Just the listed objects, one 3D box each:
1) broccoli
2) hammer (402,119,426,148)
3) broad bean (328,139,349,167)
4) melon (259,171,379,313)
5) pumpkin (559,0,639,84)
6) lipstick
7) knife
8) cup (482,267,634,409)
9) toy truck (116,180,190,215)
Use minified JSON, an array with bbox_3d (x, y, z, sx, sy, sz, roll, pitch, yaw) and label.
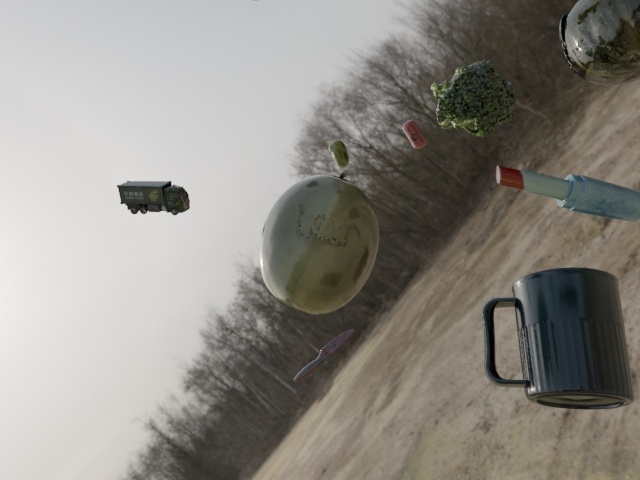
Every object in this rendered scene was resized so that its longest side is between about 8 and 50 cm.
[{"bbox_3d":[0.483,-0.451,1.545,0.246,0.288,0.247,4,72,59],"label":"broccoli"},{"bbox_3d":[0.260,-0.294,1.325,0.043,0.083,0.043,-33,12,8],"label":"hammer"},{"bbox_3d":[0.058,-0.258,1.419,0.045,0.083,0.063,-19,17,32],"label":"broad bean"},{"bbox_3d":[0.000,0.000,1.088,0.268,0.269,0.330,68,-137,-80],"label":"melon"},{"bbox_3d":[0.650,-0.438,0.939,0.321,0.192,0.320,-20,-6,-2],"label":"pumpkin"},{"bbox_3d":[0.460,-0.093,0.893,0.061,0.274,0.068,-77,0,-55],"label":"lipstick"},{"bbox_3d":[0.010,0.330,1.371,0.247,0.035,0.018,-44,-44,14],"label":"knife"},{"bbox_3d":[0.576,0.240,1.149,0.242,0.308,0.292,114,163,-63],"label":"cup"},{"bbox_3d":[-0.643,-0.165,1.851,0.088,0.259,0.121,-64,-25,-66],"label":"toy truck"}]
